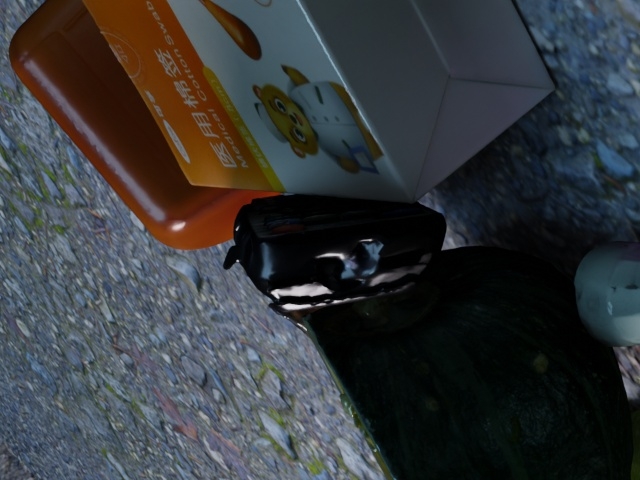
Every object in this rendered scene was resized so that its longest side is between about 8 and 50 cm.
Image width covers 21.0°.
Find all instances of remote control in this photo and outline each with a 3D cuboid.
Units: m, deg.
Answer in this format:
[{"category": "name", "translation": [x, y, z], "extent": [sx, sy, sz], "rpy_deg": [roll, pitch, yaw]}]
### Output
[{"category": "remote control", "translation": [0.000, 0.000, 1.251], "extent": [0.399, 0.144, 0.062], "rpy_deg": [-128, 30, -84]}]

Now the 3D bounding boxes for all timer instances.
[{"category": "timer", "translation": [-0.148, -0.116, 1.569], "extent": [0.257, 0.161, 0.250], "rpy_deg": [49, 173, 4]}]

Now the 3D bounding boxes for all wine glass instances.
[{"category": "wine glass", "translation": [0.239, 0.033, 1.111], "extent": [0.073, 0.073, 0.155], "rpy_deg": [58, 153, -15]}]

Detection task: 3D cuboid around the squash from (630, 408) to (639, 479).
[{"category": "squash", "translation": [0.339, 0.252, 1.314], "extent": [0.189, 0.189, 0.260], "rpy_deg": [109, 155, -64]}]

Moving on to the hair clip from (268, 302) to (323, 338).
[{"category": "hair clip", "translation": [0.028, 0.104, 1.623], "extent": [0.146, 0.075, 0.257], "rpy_deg": [21, 150, 54]}]

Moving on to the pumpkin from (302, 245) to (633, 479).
[{"category": "pumpkin", "translation": [0.128, 0.129, 1.256], "extent": [0.293, 0.197, 0.263], "rpy_deg": [-125, 10, -80]}]

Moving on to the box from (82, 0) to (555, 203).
[{"category": "box", "translation": [-0.026, -0.158, 1.222], "extent": [0.341, 0.143, 0.225], "rpy_deg": [9, 133, 60]}]
